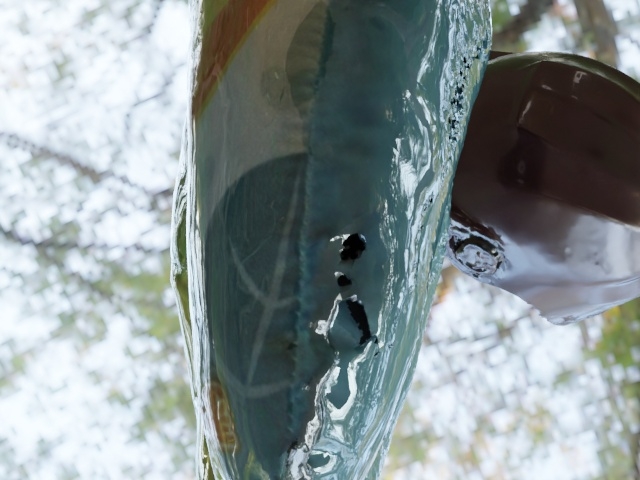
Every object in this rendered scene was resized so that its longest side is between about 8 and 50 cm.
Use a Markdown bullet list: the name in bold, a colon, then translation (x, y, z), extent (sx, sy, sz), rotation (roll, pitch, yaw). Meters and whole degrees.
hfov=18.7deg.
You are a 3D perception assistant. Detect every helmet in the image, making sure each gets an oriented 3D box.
- **helmet**: translation (0.095, -0.027, 0.736), extent (0.070, 0.123, 0.098), rotation (-21, -142, 51)

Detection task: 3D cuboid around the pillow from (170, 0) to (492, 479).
- **pillow**: translation (0.000, 0.000, 0.531), extent (0.086, 0.233, 0.214), rotation (5, -113, -2)
